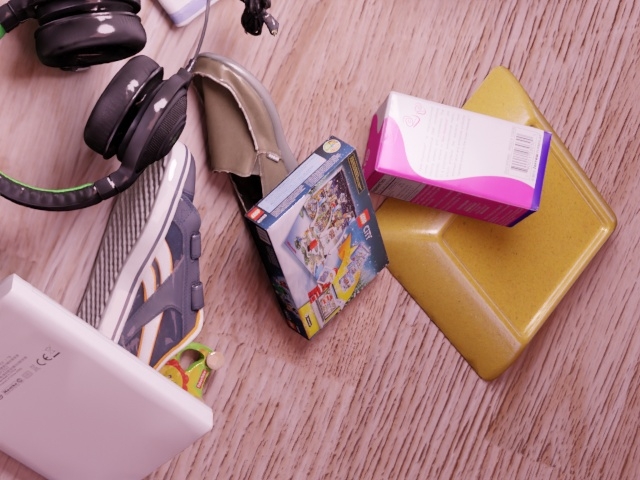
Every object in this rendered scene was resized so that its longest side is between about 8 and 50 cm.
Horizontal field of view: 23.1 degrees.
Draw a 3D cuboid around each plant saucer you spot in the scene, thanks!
[{"bbox_3d":[0.267,-0.017,2.192,0.333,0.081,0.333,-50,119,-16],"label":"plant saucer"}]

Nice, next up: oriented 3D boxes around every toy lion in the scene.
[{"bbox_3d":[-0.182,0.171,1.962,0.096,0.034,0.100,27,82,-25],"label":"toy lion"}]

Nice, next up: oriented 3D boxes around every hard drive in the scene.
[{"bbox_3d":[-0.304,0.182,1.809,0.203,0.040,0.307,-37,124,23],"label":"hard drive"}]

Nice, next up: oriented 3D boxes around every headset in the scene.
[{"bbox_3d":[-0.232,-0.190,1.791,0.394,0.185,0.243,-30,86,-4],"label":"headset"}]

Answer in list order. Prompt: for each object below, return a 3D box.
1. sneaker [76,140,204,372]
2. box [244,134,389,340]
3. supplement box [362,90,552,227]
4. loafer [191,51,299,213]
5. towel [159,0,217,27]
[{"bbox_3d":[-0.199,0.039,1.875,0.127,0.126,0.321,19,98,-28],"label":"sneaker"},{"bbox_3d":[0.000,0.000,1.987,0.159,0.044,0.233,-44,143,-21],"label":"box"},{"bbox_3d":[0.173,-0.104,2.041,0.220,0.114,0.111,15,76,-9],"label":"supplement box"},{"bbox_3d":[-0.095,-0.118,1.935,0.087,0.094,0.251,-42,117,-26],"label":"loafer"},{"bbox_3d":[-0.170,-0.424,1.880,0.209,0.034,0.285,-42,115,-18],"label":"towel"}]
